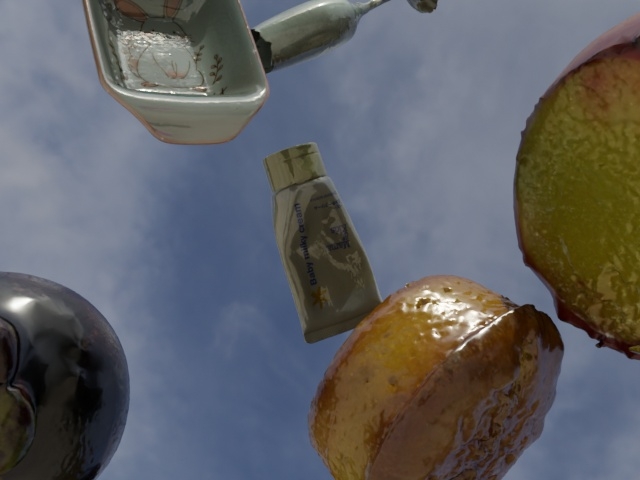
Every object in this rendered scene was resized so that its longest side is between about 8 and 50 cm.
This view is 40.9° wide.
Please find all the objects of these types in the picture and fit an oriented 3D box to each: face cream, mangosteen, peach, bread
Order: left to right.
[{"bbox_3d":[-0.368,0.165,0.972,0.297,0.297,0.313,17,-36,13],"label":"mangosteen"},{"bbox_3d":[0.000,0.000,1.013,0.070,0.114,0.224,-25,-97,64],"label":"face cream"},{"bbox_3d":[0.130,0.176,0.928,0.172,0.312,0.312,37,-59,33],"label":"bread"},{"bbox_3d":[0.397,-0.068,0.895,0.335,0.310,0.405,41,-34,42],"label":"peach"}]

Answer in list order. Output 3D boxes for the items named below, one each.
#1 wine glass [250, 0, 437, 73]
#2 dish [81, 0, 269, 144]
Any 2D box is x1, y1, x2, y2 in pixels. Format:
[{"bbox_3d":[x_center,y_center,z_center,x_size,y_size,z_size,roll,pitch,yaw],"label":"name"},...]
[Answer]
[{"bbox_3d":[0.023,-0.253,0.973,0.074,0.262,0.074,37,-37,34],"label":"wine glass"},{"bbox_3d":[-0.141,-0.168,0.789,0.154,0.234,0.064,-1,-38,-26],"label":"dish"}]
